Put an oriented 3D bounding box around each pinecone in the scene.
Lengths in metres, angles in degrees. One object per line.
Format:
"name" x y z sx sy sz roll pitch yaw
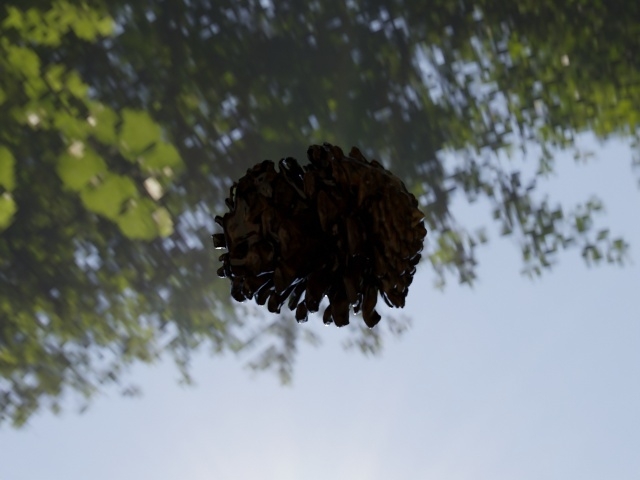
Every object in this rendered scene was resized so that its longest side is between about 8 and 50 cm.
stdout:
"pinecone" 0.000 0.000 0.761 0.083 0.077 0.077 -15 -115 16
